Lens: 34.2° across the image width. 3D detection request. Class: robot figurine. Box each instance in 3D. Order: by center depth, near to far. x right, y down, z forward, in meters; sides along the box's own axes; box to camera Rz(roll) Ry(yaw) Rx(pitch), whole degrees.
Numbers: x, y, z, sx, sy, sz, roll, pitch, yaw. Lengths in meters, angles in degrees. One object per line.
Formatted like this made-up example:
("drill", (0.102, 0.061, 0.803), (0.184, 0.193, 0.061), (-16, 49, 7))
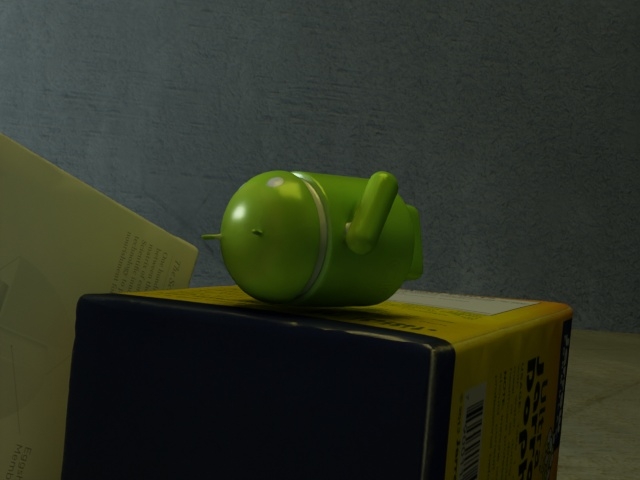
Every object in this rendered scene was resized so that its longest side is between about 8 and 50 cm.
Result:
("robot figurine", (0.000, 0.000, 0.521), (0.115, 0.067, 0.101), (3, -8, -39))

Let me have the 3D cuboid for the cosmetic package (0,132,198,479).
("cosmetic package", (-0.211, 0.065, 0.574), (0.138, 0.224, 0.225), (1, -22, 36))

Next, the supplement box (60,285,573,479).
("supplement box", (0.025, 0.132, 0.644), (0.194, 0.195, 0.356), (6, 2, 23))
